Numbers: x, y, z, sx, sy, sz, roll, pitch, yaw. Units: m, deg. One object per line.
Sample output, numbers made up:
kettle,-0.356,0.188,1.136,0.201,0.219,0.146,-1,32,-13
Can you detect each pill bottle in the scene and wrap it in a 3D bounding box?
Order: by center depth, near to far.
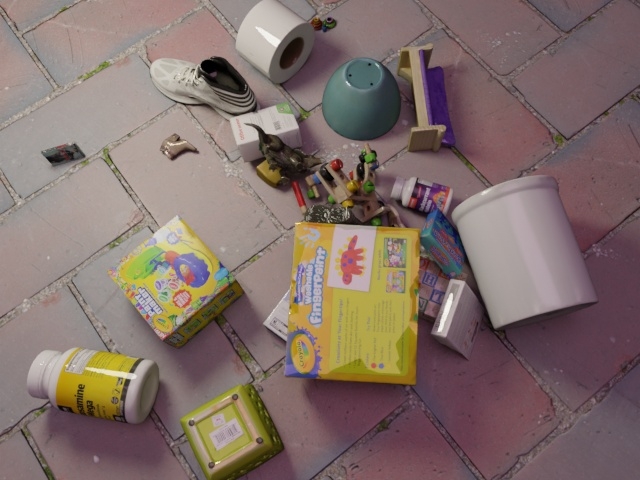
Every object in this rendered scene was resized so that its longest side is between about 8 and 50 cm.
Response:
pill bottle,-0.667,0.420,1.625,0.334,0.188,0.187,9,71,5
pill bottle,0.339,-0.151,1.849,0.194,0.108,0.108,18,72,8

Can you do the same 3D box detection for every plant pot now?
plant pot,-0.255,0.548,1.562,0.228,0.207,0.227,-28,72,-9
plant pot,-0.165,-0.233,1.907,0.081,0.081,0.083,-39,84,-12
plant pot,0.147,-0.527,1.942,0.291,0.195,0.290,0,71,1

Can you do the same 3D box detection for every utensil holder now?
utensil holder,0.611,0.047,1.662,0.328,0.327,0.385,-12,72,-3

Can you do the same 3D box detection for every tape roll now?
tape roll,-0.161,-0.719,1.990,0.169,0.246,0.246,41,76,14

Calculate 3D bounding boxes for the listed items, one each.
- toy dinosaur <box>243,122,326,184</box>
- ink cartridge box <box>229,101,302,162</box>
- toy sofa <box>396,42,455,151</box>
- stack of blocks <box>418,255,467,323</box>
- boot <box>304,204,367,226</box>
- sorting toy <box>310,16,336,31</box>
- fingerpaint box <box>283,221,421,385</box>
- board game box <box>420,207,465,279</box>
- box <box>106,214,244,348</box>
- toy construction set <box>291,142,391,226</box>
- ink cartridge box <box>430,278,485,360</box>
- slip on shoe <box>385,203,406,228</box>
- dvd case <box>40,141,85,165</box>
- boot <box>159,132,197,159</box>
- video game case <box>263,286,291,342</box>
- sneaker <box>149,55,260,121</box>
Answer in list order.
toy dinosaur,-0.136,-0.285,1.825,0.314,0.160,0.121,26,115,-20
ink cartridge box,-0.191,-0.379,1.928,0.220,0.092,0.160,-17,50,-4
toy sofa,0.382,-0.506,1.953,0.177,0.150,0.362,-4,70,1
stack of blocks,0.294,0.139,1.757,0.297,0.087,0.171,22,73,9
boot,0.073,-0.044,1.773,0.190,0.208,0.076,9,78,33
sorting toy,0.011,-0.848,2.139,0.102,0.042,0.061,-12,71,-3
fingerpaint box,0.094,0.185,1.621,0.372,0.163,0.444,3,79,1
board game box,0.387,0.006,1.726,0.047,0.210,0.160,-35,100,30
box,-0.446,0.133,1.730,0.279,0.177,0.290,-42,75,-11
toy construction set,0.083,-0.135,1.811,0.309,0.257,0.237,-20,83,15
ink cartridge box,0.423,0.243,1.672,0.056,0.225,0.180,11,69,36
slip on shoe,0.247,-0.060,1.852,0.041,0.051,0.135,-27,80,-11
dvd case,-0.906,-0.305,1.941,0.120,0.087,0.013,-18,68,-6
boot,-0.512,-0.327,1.969,0.119,0.042,0.087,34,81,13
video game case,0.000,0.247,1.739,0.270,0.061,0.244,34,76,12
sneaker,-0.425,-0.592,1.943,0.448,0.257,0.169,24,73,10
